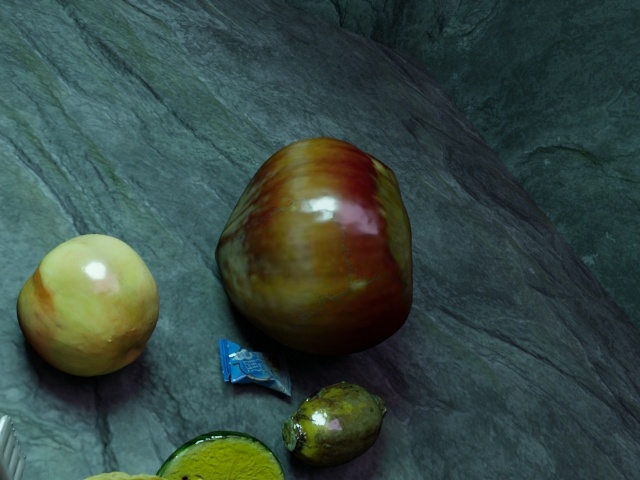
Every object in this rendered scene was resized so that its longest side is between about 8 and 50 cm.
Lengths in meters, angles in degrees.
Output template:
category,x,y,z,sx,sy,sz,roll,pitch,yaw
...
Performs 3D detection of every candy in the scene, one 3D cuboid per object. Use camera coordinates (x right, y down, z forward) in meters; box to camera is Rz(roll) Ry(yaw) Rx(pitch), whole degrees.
category,x,y,z,sx,sy,sz,roll,pitch,yaw
candy,-0.103,0.210,0.875,0.136,0.038,0.088,24,23,-31

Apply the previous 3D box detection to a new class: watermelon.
category,x,y,z,sx,sy,sz,roll,pitch,yaw
watermelon,-0.117,0.300,0.722,0.182,0.075,0.091,26,40,-19

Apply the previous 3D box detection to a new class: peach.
category,x,y,z,sx,sy,sz,roll,pitch,yaw
peach,-0.302,0.088,0.712,0.184,0.184,0.184,24,37,-20

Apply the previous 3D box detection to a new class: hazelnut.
category,x,y,z,sx,sy,sz,roll,pitch,yaw
hazelnut,0.000,0.000,0.947,0.360,0.359,0.409,22,30,-22

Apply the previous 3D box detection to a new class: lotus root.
category,x,y,z,sx,sy,sz,roll,pitch,yaw
lotus root,0.030,0.286,0.830,0.210,0.120,0.120,-3,52,-42

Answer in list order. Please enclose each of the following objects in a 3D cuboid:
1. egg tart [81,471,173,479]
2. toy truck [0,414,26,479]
category,x,y,z,sx,sy,sz,roll,pitch,yaw
egg tart,-0.150,0.356,0.525,0.319,0.128,0.319,26,-5,2
toy truck,-0.363,0.297,0.464,0.111,0.136,0.285,9,39,-4
